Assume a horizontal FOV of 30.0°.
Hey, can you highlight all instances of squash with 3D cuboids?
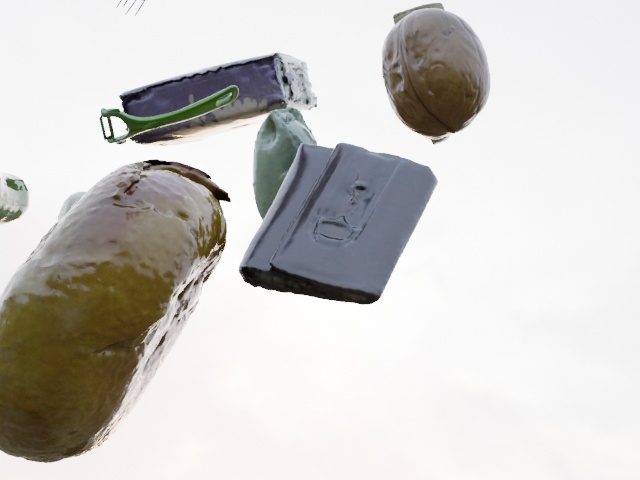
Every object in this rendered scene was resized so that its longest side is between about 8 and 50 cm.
[{"bbox_3d":[-0.436,-0.063,1.577,0.068,0.077,0.219,23,-2,6],"label":"squash"}]

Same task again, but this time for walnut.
[{"bbox_3d":[0.180,-0.260,1.864,0.167,0.207,0.167,-14,-15,-4],"label":"walnut"}]

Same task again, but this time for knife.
[{"bbox_3d":[-0.173,-0.147,1.391,0.166,0.023,0.078,-15,-19,-10],"label":"knife"}]

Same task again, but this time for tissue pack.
[{"bbox_3d":[-0.198,-0.283,2.402,0.343,0.125,0.242,-13,0,15],"label":"tissue pack"}]

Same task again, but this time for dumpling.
[{"bbox_3d":[-0.039,-0.111,1.971,0.149,0.217,0.105,-1,1,-26],"label":"dumpling"}]

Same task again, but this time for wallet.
[{"bbox_3d":[0.021,-0.023,1.393,0.181,0.229,0.049,12,-42,18],"label":"wallet"}]

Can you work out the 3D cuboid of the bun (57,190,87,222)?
[{"bbox_3d":[-0.454,-0.011,2.414,0.188,0.111,0.164,41,18,7],"label":"bun"}]

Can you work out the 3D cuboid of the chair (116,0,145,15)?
[{"bbox_3d":[-0.331,-0.447,2.155,0.037,0.086,0.042,39,24,7],"label":"chair"}]

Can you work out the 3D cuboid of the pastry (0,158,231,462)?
[{"bbox_3d":[-0.226,0.072,1.244,0.163,0.356,0.356,34,-22,-1],"label":"pastry"}]

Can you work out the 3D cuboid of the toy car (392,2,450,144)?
[{"bbox_3d":[0.213,-0.311,2.228,0.124,0.257,0.101,-18,-17,12],"label":"toy car"}]
